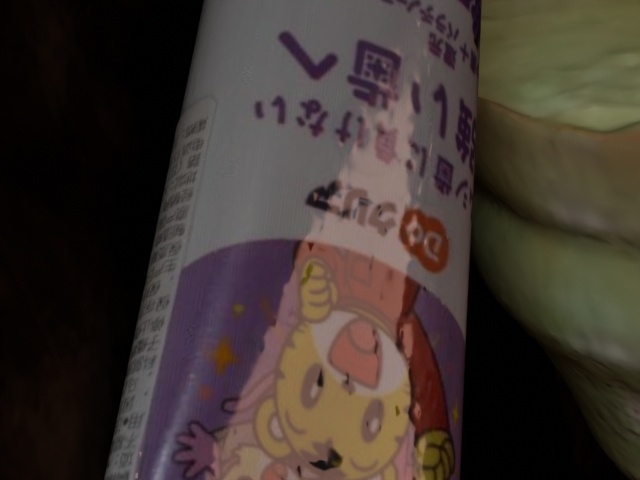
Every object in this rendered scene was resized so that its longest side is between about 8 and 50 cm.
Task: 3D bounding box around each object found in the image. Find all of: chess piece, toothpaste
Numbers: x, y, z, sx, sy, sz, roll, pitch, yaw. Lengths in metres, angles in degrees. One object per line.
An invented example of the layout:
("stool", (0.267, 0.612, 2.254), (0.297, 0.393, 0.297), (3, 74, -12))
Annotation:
("chess piece", (0.187, 0.080, 0.736), (0.234, 0.234, 0.442), (-68, 148, -51))
("toothpaste", (0.000, 0.000, 0.465), (0.114, 0.073, 0.299), (25, 58, -35))
